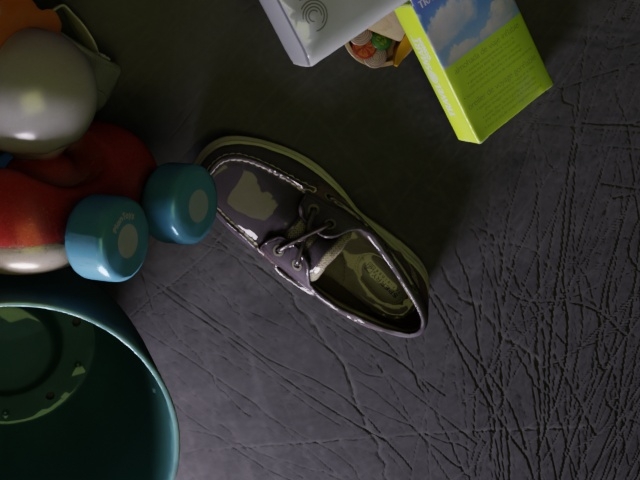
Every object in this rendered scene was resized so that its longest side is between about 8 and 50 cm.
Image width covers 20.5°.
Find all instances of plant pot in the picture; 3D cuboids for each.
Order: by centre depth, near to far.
[{"bbox_3d":[-0.289,0.143,1.642,0.293,0.235,0.293,-4,113,-10],"label":"plant pot"}]

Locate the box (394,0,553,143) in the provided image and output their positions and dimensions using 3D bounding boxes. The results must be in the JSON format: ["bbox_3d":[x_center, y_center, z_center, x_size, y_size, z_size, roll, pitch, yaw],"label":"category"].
[{"bbox_3d":[0.142,-0.195,1.682,0.109,0.042,0.178,-39,116,-21],"label":"box"}]

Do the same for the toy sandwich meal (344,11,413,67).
[{"bbox_3d":[0.061,-0.203,1.688,0.085,0.029,0.085,-4,112,-10],"label":"toy sandwich meal"}]

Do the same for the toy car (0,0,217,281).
[{"bbox_3d":[-0.233,-0.104,1.542,0.219,0.210,0.238,7,110,30],"label":"toy car"}]

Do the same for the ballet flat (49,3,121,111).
[{"bbox_3d":[-0.269,-0.202,1.609,0.213,0.072,0.068,42,71,-24],"label":"ballet flat"}]

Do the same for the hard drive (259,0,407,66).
[{"bbox_3d":[0.071,-0.345,1.562,0.353,0.047,0.233,-36,114,-16],"label":"hard drive"}]

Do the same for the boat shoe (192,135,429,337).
[{"bbox_3d":[0.000,0.000,1.722,0.285,0.092,0.103,38,100,-22],"label":"boat shoe"}]
